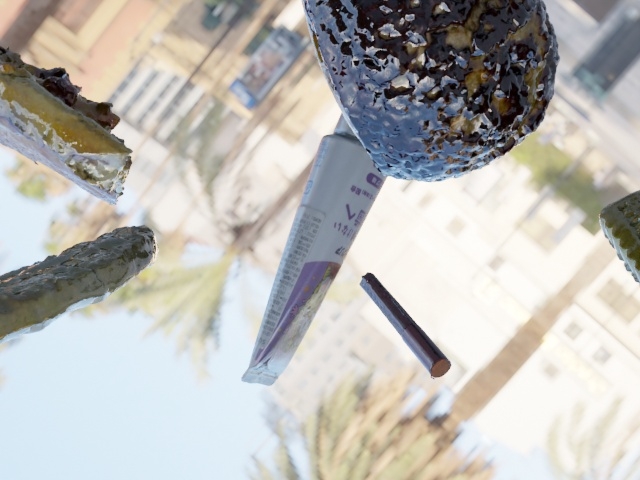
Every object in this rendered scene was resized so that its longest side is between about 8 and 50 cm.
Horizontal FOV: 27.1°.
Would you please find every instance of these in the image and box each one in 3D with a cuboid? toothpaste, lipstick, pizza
[{"bbox_3d":[0.000,0.000,1.261,0.073,0.299,0.114,22,177,13],"label":"toothpaste"},{"bbox_3d":[0.087,0.086,1.422,0.027,0.027,0.176,32,-167,-40],"label":"lipstick"},{"bbox_3d":[-0.251,-0.118,1.181,0.305,0.085,0.161,28,171,42],"label":"pizza"}]

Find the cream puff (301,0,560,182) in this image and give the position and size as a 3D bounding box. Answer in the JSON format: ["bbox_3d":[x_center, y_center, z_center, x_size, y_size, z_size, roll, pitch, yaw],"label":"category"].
[{"bbox_3d":[0.081,-0.161,0.980,0.239,0.165,0.239,-19,-90,-77],"label":"cream puff"}]

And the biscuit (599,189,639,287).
[{"bbox_3d":[0.301,0.006,0.900,0.254,0.172,0.029,-107,-6,-62],"label":"biscuit"}]

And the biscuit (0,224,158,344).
[{"bbox_3d":[-0.201,0.050,0.706,0.141,0.290,0.038,-5,105,66],"label":"biscuit"}]
